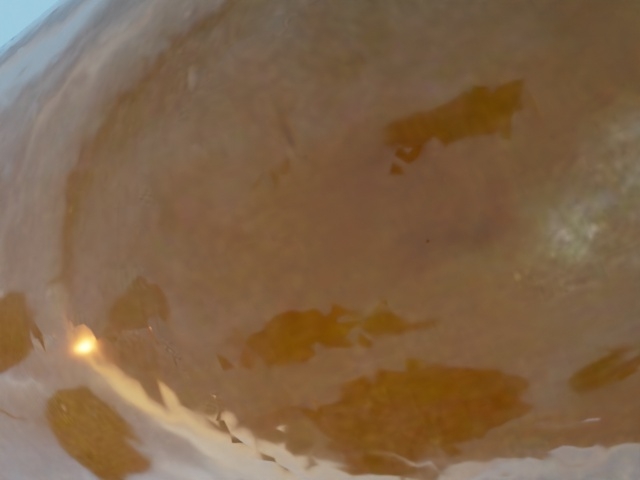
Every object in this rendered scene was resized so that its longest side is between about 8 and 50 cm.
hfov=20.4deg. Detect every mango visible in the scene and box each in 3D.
[{"bbox_3d":[0.000,0.000,0.473,0.384,0.221,0.198,-12,-83,23],"label":"mango"}]
